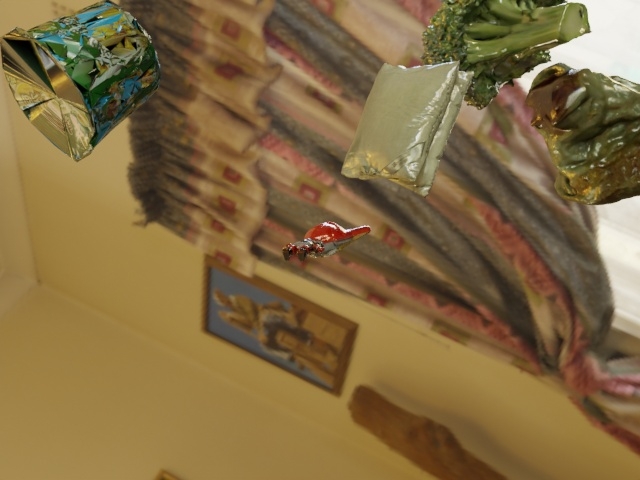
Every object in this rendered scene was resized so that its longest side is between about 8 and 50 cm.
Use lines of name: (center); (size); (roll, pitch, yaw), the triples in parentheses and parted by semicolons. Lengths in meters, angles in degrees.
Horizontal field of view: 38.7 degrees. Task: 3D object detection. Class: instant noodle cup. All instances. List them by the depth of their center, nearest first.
instant noodle cup: (-0.390, -0.280, 1.520); (0.178, 0.240, 0.240); (-42, -24, -33)

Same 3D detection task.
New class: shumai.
shumai: (0.448, -0.183, 1.323); (0.272, 0.203, 0.222); (-24, 17, -16)

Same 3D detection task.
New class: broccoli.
broccoli: (0.336, -0.418, 1.744); (0.375, 0.249, 0.302); (-29, -6, -33)

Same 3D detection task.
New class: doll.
doll: (0.000, 0.000, 1.534); (0.169, 0.109, 0.057); (-13, -83, -57)

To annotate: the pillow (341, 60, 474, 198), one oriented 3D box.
pillow: (0.110, -0.153, 1.174); (0.078, 0.134, 0.181); (37, -109, -46)
